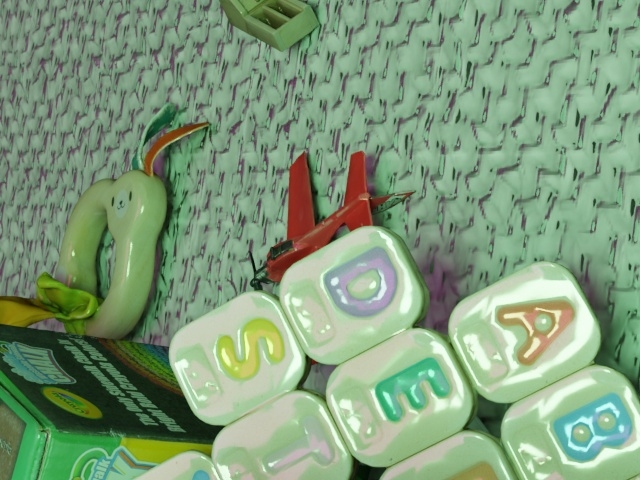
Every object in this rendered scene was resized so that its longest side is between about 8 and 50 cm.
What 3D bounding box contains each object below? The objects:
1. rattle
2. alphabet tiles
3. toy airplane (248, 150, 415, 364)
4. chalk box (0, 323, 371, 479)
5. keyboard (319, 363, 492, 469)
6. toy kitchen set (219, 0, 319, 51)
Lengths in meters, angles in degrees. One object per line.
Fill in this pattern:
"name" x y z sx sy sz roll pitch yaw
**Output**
"rattle" -0.182 -0.019 1.164 0.130 0.143 0.199 -99 31 -52
"alphabet tiles" 0.035 0.144 0.790 0.278 0.021 0.284 -28 80 15
"toy airplane" 0.000 0.000 1.000 0.151 0.028 0.151 -24 59 46
"chalk box" -0.149 0.163 0.942 0.180 0.289 0.179 30 107 54
"keyboard" 0.070 0.126 0.901 0.256 0.014 0.072 54 129 44
"toy kitchen set" -0.034 -0.188 1.067 0.068 0.083 0.075 -38 38 -14
